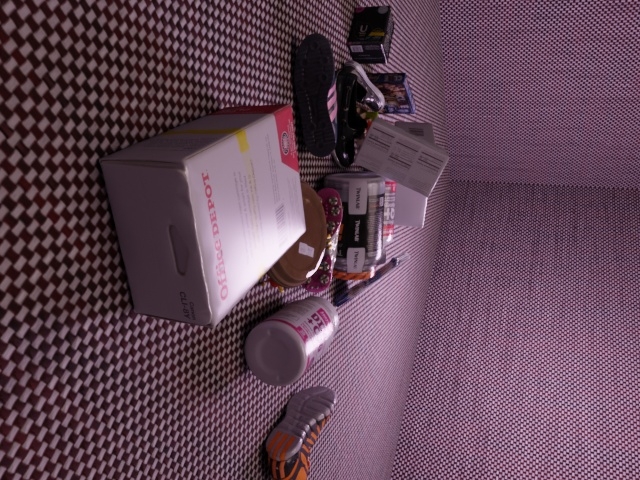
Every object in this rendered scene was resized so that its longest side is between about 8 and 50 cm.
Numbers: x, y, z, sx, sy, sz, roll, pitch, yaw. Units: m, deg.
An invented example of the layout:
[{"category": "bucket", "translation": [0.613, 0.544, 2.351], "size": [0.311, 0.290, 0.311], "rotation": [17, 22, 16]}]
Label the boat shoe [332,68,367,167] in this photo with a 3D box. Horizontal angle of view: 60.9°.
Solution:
[{"category": "boat shoe", "translation": [0.091, -0.374, 1.709], "size": [0.127, 0.113, 0.340], "rotation": [-62, 151, -49]}]

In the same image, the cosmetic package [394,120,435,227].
[{"category": "cosmetic package", "translation": [0.347, -0.254, 2.118], "size": [0.197, 0.155, 0.365], "rotation": [-81, 174, -55]}]

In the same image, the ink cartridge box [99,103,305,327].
[{"category": "ink cartridge box", "translation": [-0.181, -0.068, 0.978], "size": [0.384, 0.160, 0.279], "rotation": [-49, 139, -58]}]

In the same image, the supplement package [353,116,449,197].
[{"category": "supplement package", "translation": [0.261, -0.276, 1.771], "size": [0.204, 0.262, 0.145], "rotation": [-64, 180, -71]}]

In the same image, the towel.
[{"category": "towel", "translation": [0.188, 0.136, 1.946], "size": [0.034, 0.285, 0.209], "rotation": [56, 20, 8]}]

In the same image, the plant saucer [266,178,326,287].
[{"category": "plant saucer", "translation": [-0.058, -0.022, 1.320], "size": [0.278, 0.041, 0.277], "rotation": [-1, 91, -60]}]

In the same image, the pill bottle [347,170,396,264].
[{"category": "pill bottle", "translation": [0.172, -0.081, 1.912], "size": [0.176, 0.176, 0.318], "rotation": [-22, 115, -68]}]

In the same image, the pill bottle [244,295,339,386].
[{"category": "pill bottle", "translation": [-0.060, 0.242, 1.387], "size": [0.283, 0.160, 0.160], "rotation": [-27, 120, -67]}]

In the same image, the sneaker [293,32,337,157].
[{"category": "sneaker", "translation": [-0.010, -0.395, 1.479], "size": [0.131, 0.112, 0.319], "rotation": [-81, 171, -65]}]

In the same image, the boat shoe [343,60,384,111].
[{"category": "boat shoe", "translation": [0.141, -0.500, 1.833], "size": [0.228, 0.080, 0.076], "rotation": [45, 62, -48]}]

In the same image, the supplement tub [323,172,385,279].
[{"category": "supplement tub", "translation": [0.102, -0.046, 1.706], "size": [0.193, 0.194, 0.316], "rotation": [-28, 121, -66]}]

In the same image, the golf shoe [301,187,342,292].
[{"category": "golf shoe", "translation": [0.000, 0.000, 1.598], "size": [0.140, 0.115, 0.306], "rotation": [45, 56, -82]}]

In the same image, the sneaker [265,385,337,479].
[{"category": "sneaker", "translation": [-0.056, 0.569, 1.574], "size": [0.321, 0.125, 0.180], "rotation": [-36, 133, -51]}]

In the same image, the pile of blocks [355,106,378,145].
[{"category": "pile of blocks", "translation": [0.203, -0.406, 2.009], "size": [0.362, 0.113, 0.149], "rotation": [11, 84, -70]}]

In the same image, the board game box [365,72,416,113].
[{"category": "board game box", "translation": [0.258, -0.549, 2.046], "size": [0.243, 0.165, 0.042], "rotation": [37, 60, -66]}]

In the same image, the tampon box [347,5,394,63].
[{"category": "tampon box", "translation": [0.173, -0.694, 1.840], "size": [0.101, 0.120, 0.161], "rotation": [51, 47, -63]}]

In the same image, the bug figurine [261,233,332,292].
[{"category": "bug figurine", "translation": [-0.071, 0.002, 1.406], "size": [0.279, 0.072, 0.216], "rotation": [-27, 113, -56]}]
